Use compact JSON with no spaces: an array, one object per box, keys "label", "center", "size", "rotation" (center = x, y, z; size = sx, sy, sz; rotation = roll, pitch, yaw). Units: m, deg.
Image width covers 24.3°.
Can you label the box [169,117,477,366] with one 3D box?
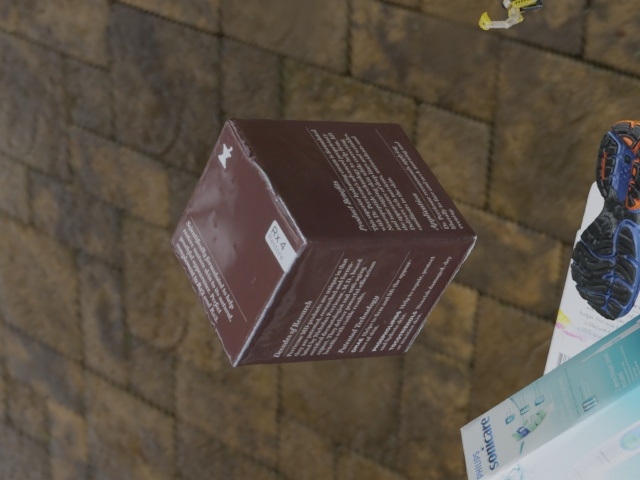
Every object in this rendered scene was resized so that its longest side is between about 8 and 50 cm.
[{"label":"box","center":[0.000,0.000,1.401],"size":[0.168,0.203,0.167],"rotation":[60,136,35]}]

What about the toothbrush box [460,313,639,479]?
[{"label":"toothbrush box","center":[0.333,0.231,1.608],"size":[0.295,0.126,0.216],"rotation":[-34,112,16]}]

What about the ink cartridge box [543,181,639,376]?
[{"label":"ink cartridge box","center":[0.446,0.106,2.062],"size":[0.207,0.119,0.353],"rotation":[24,111,36]}]

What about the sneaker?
[{"label":"sneaker","center":[0.320,-0.018,1.503],"size":[0.083,0.087,0.221],"rotation":[36,126,41]}]

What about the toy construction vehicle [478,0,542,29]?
[{"label":"toy construction vehicle","center":[0.226,-0.270,1.626],"size":[0.035,0.098,0.086],"rotation":[60,152,13]}]
